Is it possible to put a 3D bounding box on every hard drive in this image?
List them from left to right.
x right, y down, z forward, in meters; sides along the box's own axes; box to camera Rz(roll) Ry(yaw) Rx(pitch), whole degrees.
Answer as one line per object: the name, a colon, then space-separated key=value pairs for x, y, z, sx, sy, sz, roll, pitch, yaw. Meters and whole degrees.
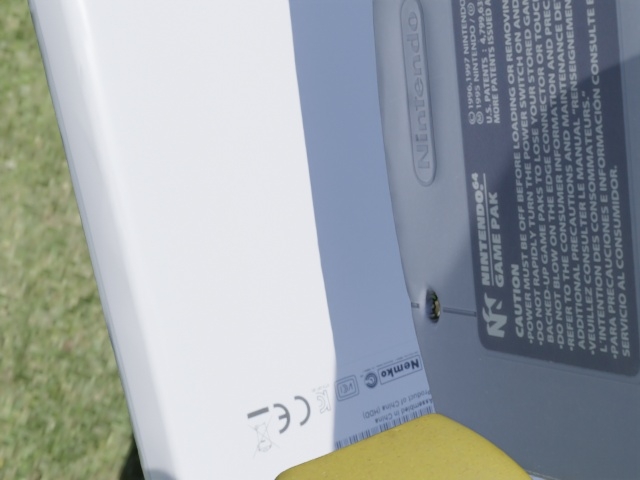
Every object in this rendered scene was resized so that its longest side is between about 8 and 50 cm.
hard drive: x=0.000 y=0.000 z=0.786 sx=0.233 sy=0.047 sz=0.353 roll=-17 pitch=96 yaw=-37

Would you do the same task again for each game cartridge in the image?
game cartridge: x=0.089 y=-0.060 z=0.598 sx=0.062 sy=0.198 sz=0.297 roll=-8 pitch=97 yaw=-24

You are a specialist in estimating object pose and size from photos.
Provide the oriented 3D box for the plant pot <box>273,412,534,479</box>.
plant pot: x=0.026 y=0.095 z=0.423 sx=0.081 sy=0.081 sz=0.083 roll=-21 pitch=55 yaw=-6
